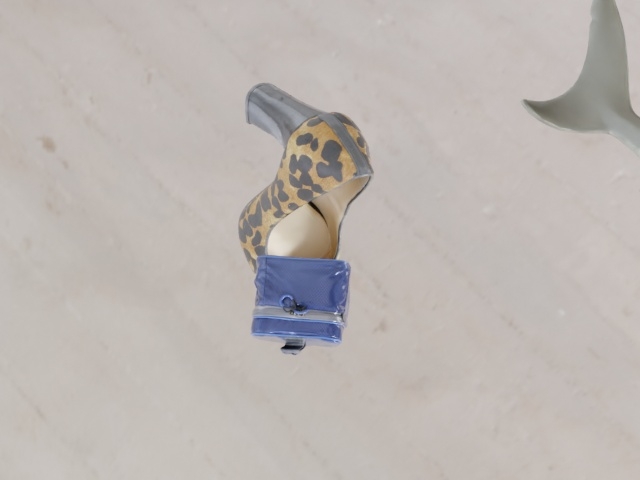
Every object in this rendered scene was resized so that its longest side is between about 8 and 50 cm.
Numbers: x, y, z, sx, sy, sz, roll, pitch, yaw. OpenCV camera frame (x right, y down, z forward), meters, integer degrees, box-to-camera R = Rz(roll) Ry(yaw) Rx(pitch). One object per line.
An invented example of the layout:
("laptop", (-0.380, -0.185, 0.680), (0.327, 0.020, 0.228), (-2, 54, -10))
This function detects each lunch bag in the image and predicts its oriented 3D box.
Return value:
("lunch bag", (-0.014, 0.047, 0.850), (0.067, 0.098, 0.065), (4, 84, 2))

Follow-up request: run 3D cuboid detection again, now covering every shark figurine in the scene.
("shark figurine", (0.239, -0.044, 0.668), (0.166, 0.116, 0.278), (31, 14, -27))

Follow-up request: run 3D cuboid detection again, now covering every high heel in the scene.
("high heel", (0.000, 0.000, 1.106), (0.093, 0.261, 0.186), (-21, 30, -21))
